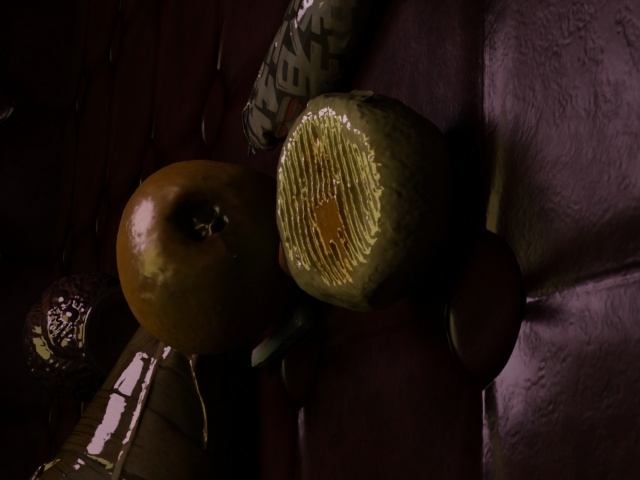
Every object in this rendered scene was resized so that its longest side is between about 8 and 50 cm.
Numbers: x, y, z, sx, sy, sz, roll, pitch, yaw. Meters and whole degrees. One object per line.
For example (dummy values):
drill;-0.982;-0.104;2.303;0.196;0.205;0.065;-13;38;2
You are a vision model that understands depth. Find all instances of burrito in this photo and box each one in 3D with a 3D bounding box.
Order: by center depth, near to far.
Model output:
burrito;-0.013;-0.259;1.556;0.445;0.101;0.139;-62;35;39

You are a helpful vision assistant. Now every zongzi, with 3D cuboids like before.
zongzi;-0.139;0.314;1.734;0.500;0.466;0.218;-59;-25;-15

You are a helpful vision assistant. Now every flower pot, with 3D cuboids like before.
flower pot;-0.426;0.188;2.275;0.267;0.266;0.267;-12;72;57

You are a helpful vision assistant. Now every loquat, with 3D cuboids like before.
loquat;-0.153;0.020;1.590;0.275;0.274;0.275;-173;90;-69

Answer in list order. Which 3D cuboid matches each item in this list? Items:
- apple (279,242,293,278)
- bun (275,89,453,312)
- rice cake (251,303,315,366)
apple;0.000;0.000;1.447;0.114;0.099;0.102;83;-169;-62
bun;0.053;-0.049;1.260;0.243;0.153;0.244;0;90;49
rice cake;-0.055;0.137;1.630;0.207;0.033;0.033;133;130;-58
